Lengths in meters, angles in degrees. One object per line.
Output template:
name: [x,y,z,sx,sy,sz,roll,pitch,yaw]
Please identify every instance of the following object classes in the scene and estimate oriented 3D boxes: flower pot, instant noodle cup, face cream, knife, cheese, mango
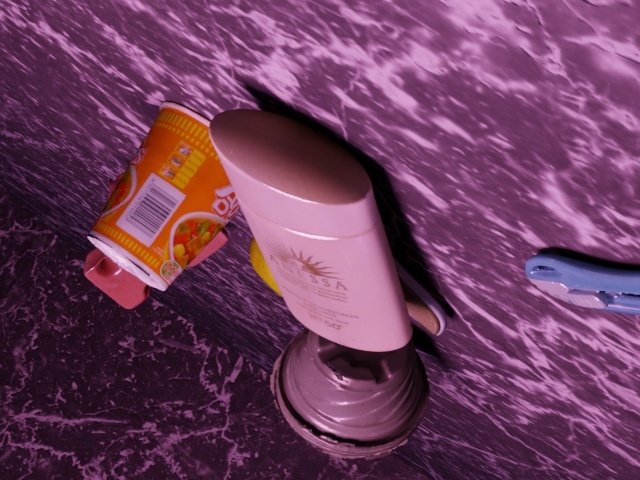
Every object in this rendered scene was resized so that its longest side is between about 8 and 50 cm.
flower pot: [0.050,0.178,1.541,0.235,0.235,0.141,31,145,18]
instant noodle cup: [-0.179,-0.044,1.312,0.168,0.185,0.168,34,168,8]
face cream: [0.000,0.000,1.160,0.173,0.081,0.348,21,156,24]
knife: [0.053,0.010,1.257,0.061,0.027,0.343,-6,138,47]
cheese: [-0.244,-0.018,1.684,0.177,0.203,0.128,-13,138,30]
knife: [0.239,0.039,0.878,0.064,0.031,0.222,44,165,-20]
mango: [-0.043,0.031,1.450,0.117,0.089,0.163,36,168,-1]
